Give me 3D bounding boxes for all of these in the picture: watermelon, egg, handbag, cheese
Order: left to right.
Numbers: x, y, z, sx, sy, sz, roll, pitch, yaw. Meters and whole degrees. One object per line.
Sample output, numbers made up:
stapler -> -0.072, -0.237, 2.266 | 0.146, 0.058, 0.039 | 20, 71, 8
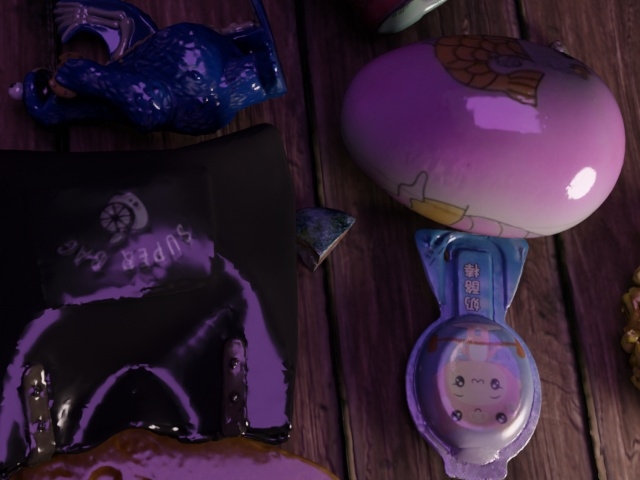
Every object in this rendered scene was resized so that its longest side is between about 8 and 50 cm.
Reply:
handbag -> -0.169, 0.050, 0.933 | 0.342, 0.152, 0.288 | -7, 63, -13
watermelon -> 0.000, 0.000, 1.070 | 0.085, 0.085, 0.061 | 3, 111, -11
cheese -> 0.147, 0.106, 1.056 | 0.135, 0.052, 0.245 | 6, 71, -11
egg -> 0.154, -0.098, 1.053 | 0.271, 0.196, 0.196 | -2, 72, -9

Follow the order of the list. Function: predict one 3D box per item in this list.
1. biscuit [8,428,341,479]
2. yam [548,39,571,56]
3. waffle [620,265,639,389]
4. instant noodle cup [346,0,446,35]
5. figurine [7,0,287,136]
biscuit -> -0.110, 0.269, 0.941 | 0.287, 0.057, 0.344 | -25, 77, -18
yam -> 0.280, -0.166, 1.195 | 0.021, 0.021, 0.116 | -24, 80, -19
waffle -> 0.422, 0.095, 1.123 | 0.254, 0.052, 0.245 | 8, 69, -11
instant noodle cup -> 0.054, -0.355, 1.117 | 0.244, 0.244, 0.255 | -33, 90, -20
figurine -> -0.159, -0.151, 1.048 | 0.262, 0.121, 0.164 | -3, 44, 9
